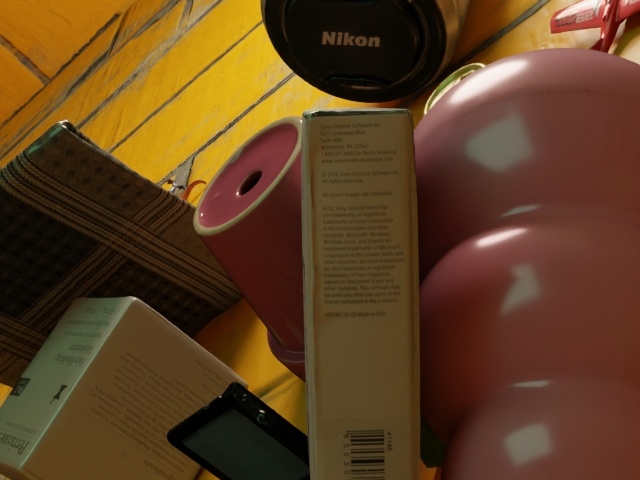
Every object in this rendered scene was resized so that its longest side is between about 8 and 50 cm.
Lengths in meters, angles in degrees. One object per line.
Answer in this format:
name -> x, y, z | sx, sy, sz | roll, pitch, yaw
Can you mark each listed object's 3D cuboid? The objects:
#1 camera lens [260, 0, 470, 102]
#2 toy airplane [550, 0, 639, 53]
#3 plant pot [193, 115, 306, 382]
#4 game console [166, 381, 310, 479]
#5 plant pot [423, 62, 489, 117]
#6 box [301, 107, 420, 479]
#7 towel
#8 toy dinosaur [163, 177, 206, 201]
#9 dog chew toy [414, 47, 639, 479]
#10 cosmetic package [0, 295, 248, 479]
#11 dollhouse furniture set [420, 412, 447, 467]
camera lens -> 0.067, -0.309, 1.191 | 0.219, 0.219, 0.274 | -24, 34, 41
toy airplane -> 0.259, -0.191, 0.940 | 0.151, 0.028, 0.151 | -38, 26, 22
plant pot -> 0.000, 0.000, 0.896 | 0.201, 0.180, 0.201 | -36, 27, 22
game console -> -0.037, 0.168, 0.778 | 0.071, 0.122, 0.107 | -51, 26, -6
plant pot -> 0.144, -0.096, 0.905 | 0.134, 0.095, 0.134 | -37, 26, 22
box -> 0.017, 0.034, 0.652 | 0.058, 0.232, 0.322 | -1, 8, -2
towel -> -0.251, 0.044, 1.087 | 0.312, 0.324, 0.056 | -39, 46, 16
toy dinosaur -> -0.211, -0.045, 1.470 | 0.090, 0.047, 0.082 | -13, 59, 35
dog chew toy -> 0.138, 0.046, 0.601 | 0.206, 0.206, 0.332 | -28, 39, 36
cosmetic package -> -0.200, 0.169, 1.001 | 0.151, 0.151, 0.183 | -7, 47, 56
dollhouse furniture set -> 0.116, 0.092, 0.763 | 0.152, 0.058, 0.076 | -41, 9, -36
